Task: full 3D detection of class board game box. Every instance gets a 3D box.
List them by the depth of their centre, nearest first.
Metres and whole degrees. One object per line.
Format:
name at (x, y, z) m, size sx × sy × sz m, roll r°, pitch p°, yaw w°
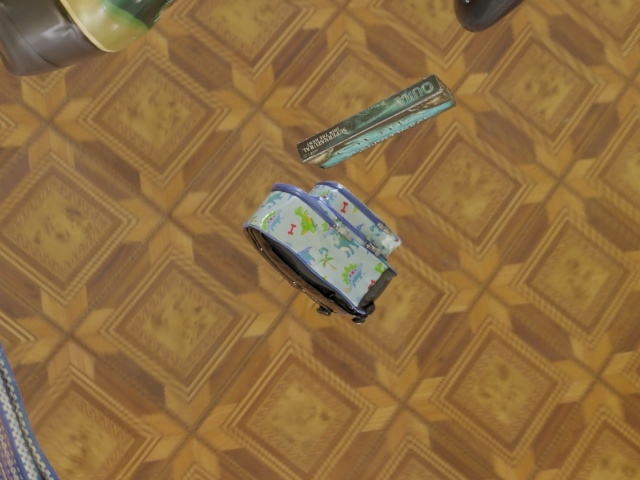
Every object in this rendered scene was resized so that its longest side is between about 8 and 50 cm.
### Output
board game box at (0.070, -0.141, 1.260) m, size 0.186 × 0.126 × 0.026 m, roll -26°, pitch 84°, yaw 14°

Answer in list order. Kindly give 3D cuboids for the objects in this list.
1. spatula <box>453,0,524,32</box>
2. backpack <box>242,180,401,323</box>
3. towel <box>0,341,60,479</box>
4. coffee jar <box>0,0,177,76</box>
spatula at (0.104, -0.139, 0.251) m, size 0.030 × 0.296 × 0.084 m, roll 4°, pitch 65°, yaw -18°
backpack at (0.000, 0.000, 0.830) m, size 0.114 × 0.105 × 0.084 m, roll 39°, pitch 79°, yaw -15°
towel at (-0.287, 0.143, 0.872) m, size 0.040 × 0.336 × 0.243 m, roll -20°, pitch 86°, yaw -30°
coffee jar at (-0.041, -0.130, 0.338) m, size 0.184 × 0.079 × 0.096 m, roll -25°, pitch 103°, yaw 8°
